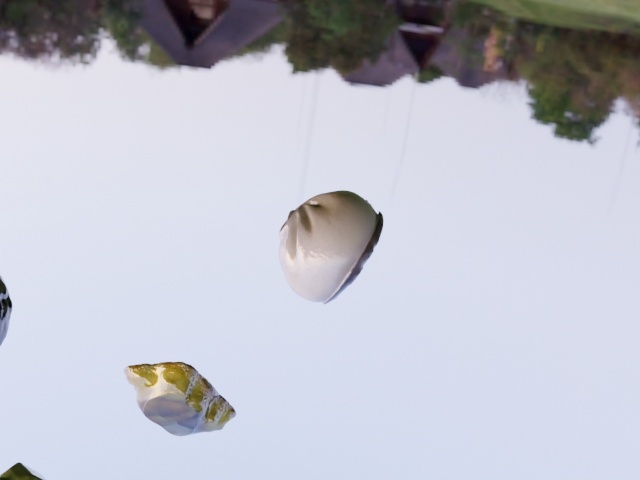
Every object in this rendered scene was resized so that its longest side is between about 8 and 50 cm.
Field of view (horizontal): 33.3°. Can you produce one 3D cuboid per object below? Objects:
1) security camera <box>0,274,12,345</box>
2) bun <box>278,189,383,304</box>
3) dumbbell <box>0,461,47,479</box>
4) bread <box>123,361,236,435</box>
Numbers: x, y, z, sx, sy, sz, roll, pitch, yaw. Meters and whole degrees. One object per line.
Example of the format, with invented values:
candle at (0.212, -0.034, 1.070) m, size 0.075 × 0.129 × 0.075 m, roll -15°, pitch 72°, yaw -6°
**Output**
security camera at (-0.487, 0.098, 1.218) m, size 0.191 × 0.197 × 0.277 m, roll -8°, pitch -173°, yaw 36°
bun at (0.000, 0.000, 1.542) m, size 0.120 × 0.173 × 0.173 m, roll 31°, pitch -166°, yaw -10°
dumbbell at (-0.583, 0.379, 1.751) m, size 0.108 × 0.121 × 0.302 m, roll -17°, pitch 135°, yaw 37°
bread at (-0.276, 0.309, 2.064) m, size 0.161 × 0.233 × 0.088 m, roll -13°, pitch -133°, yaw 16°
